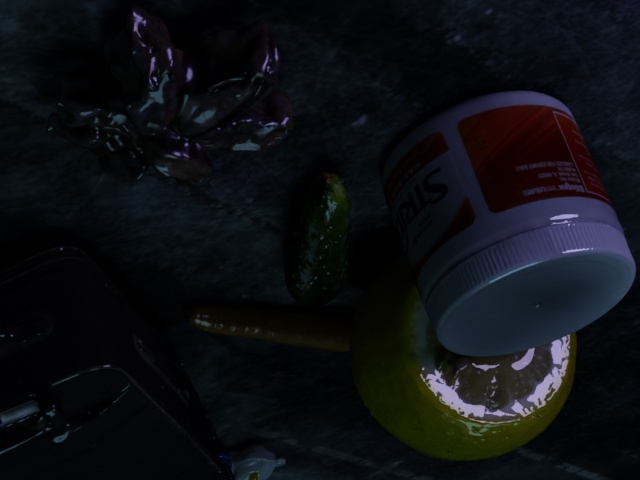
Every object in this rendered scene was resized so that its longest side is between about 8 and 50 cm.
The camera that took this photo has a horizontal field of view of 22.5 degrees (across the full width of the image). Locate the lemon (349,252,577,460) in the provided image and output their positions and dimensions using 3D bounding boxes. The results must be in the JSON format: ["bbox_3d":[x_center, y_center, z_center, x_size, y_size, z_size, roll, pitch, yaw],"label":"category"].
[{"bbox_3d":[0.143,0.118,1.716,0.241,0.240,0.219,-9,171,-18],"label":"lemon"}]

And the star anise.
[{"bbox_3d":[-0.110,-0.103,1.306,0.220,0.099,0.214,11,150,-43],"label":"star anise"}]

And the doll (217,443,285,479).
[{"bbox_3d":[-0.155,0.301,2.062,0.227,0.057,0.114,-11,148,-9],"label":"doll"}]

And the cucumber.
[{"bbox_3d":[0.000,0.000,1.592,0.069,0.069,0.227,-11,150,-13],"label":"cucumber"}]

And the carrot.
[{"bbox_3d":[-0.045,0.094,1.767,0.248,0.043,0.043,9,142,-38],"label":"carrot"}]

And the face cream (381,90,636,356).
[{"bbox_3d":[0.176,-0.016,1.534,0.201,0.187,0.201,-14,152,-8],"label":"face cream"}]

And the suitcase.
[{"bbox_3d":[-0.267,0.178,1.615,0.283,0.194,0.434,-25,152,3],"label":"suitcase"}]
